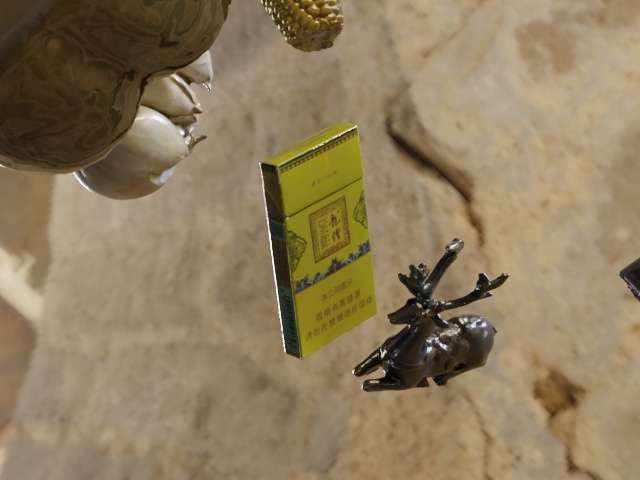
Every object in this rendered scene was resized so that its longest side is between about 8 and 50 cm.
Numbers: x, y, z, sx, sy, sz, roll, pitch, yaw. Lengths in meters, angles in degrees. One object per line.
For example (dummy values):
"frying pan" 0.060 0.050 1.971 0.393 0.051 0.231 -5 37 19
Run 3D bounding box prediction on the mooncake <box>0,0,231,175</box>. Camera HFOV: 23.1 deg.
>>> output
"mooncake" -0.334 -0.305 1.661 0.467 0.262 0.467 -7 -108 22

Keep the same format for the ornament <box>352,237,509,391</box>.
"ornament" 0.160 0.083 1.850 0.202 0.080 0.236 -13 145 -30

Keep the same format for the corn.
"corn" -0.057 -0.360 1.811 0.101 0.101 0.310 -34 -116 33

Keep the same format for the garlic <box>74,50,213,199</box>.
"garlic" -0.259 -0.191 2.271 0.185 0.203 0.281 155 -50 -70

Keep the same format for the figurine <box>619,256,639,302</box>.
"figurine" 0.476 -0.027 1.620 0.285 0.343 0.167 -45 157 -32

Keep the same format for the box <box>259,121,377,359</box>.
"box" 0.000 0.001 2.032 0.041 0.279 0.153 18 -145 40
